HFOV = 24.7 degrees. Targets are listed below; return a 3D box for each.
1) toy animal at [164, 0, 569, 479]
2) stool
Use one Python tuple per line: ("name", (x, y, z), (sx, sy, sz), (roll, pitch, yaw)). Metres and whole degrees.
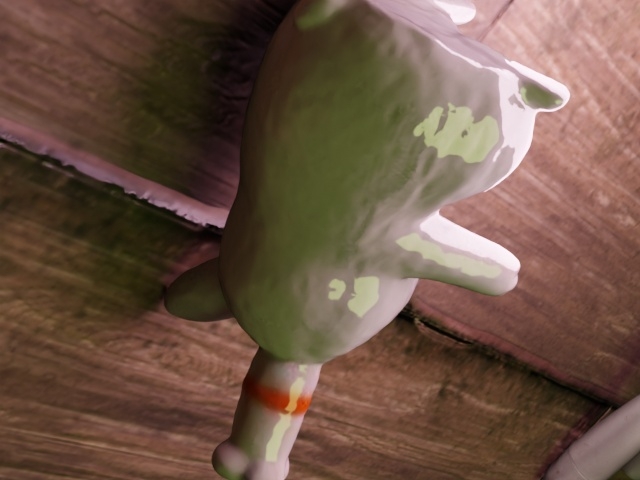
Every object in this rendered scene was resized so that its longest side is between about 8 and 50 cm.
("toy animal", (0.014, -0.007, 0.761), (0.138, 0.140, 0.283), (-7, 131, -32))
("stool", (0.352, 0.212, 1.344), (0.195, 0.195, 0.199), (-5, 134, -45))
